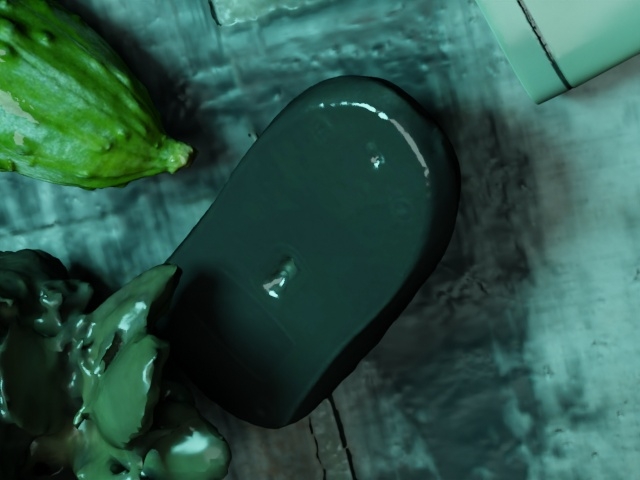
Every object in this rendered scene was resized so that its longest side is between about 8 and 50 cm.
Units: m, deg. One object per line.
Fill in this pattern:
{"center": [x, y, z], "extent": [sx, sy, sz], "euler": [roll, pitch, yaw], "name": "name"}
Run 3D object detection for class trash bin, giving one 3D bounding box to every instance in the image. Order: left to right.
{"center": [0.155, -0.157, 0.898], "extent": [0.130, 0.059, 0.116], "euler": [-26, 102, 19], "name": "trash bin"}

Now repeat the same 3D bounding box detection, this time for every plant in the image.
{"center": [-0.201, 0.115, 0.992], "extent": [0.312, 0.213, 0.215], "euler": [-4, 104, 12], "name": "plant"}

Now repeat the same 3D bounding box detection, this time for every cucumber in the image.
{"center": [-0.189, -0.101, 0.969], "extent": [0.244, 0.134, 0.134], "euler": [28, 112, -2], "name": "cucumber"}

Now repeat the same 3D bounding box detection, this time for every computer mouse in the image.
{"center": [0.000, 0.000, 0.970], "extent": [0.137, 0.086, 0.269], "euler": [45, 127, 8], "name": "computer mouse"}
